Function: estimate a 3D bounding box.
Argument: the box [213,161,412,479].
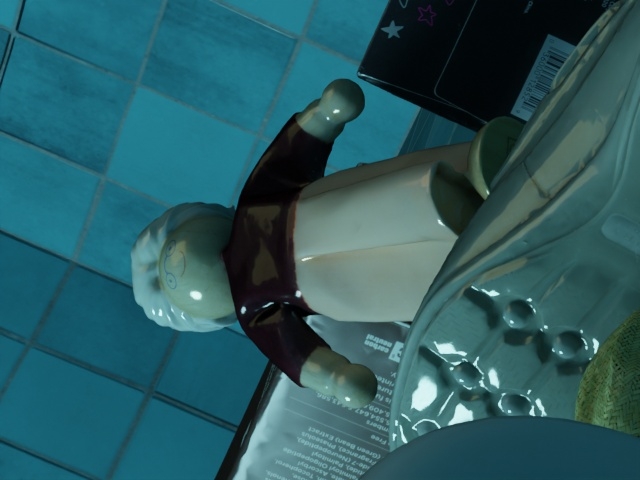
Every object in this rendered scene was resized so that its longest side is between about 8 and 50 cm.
[{"bbox_3d":[0.009,0.150,1.398,0.191,0.143,0.381,-71,3,-57],"label":"box"}]

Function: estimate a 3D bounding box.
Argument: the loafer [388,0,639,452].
[{"bbox_3d":[0.127,-0.017,0.711,0.319,0.112,0.111,-56,3,34],"label":"loafer"}]

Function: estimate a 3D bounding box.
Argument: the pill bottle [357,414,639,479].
[{"bbox_3d":[0.025,0.179,0.460,0.146,0.146,0.264,-69,3,-52],"label":"pill bottle"}]

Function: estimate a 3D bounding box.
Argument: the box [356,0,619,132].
[{"bbox_3d":[0.150,-0.193,1.183,0.142,0.163,0.247,-60,-5,-75],"label":"box"}]

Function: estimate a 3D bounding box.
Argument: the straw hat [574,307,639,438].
[{"bbox_3d":[0.119,0.057,0.604,0.144,0.061,0.144,-157,90,-89],"label":"straw hat"}]

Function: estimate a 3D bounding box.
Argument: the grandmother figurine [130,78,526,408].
[{"bbox_3d":[0.000,0.000,1.146,0.342,0.104,0.208,-12,63,47],"label":"grandmother figurine"}]
